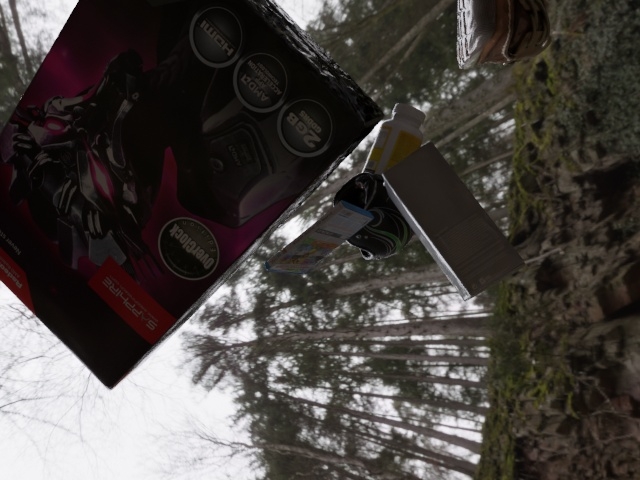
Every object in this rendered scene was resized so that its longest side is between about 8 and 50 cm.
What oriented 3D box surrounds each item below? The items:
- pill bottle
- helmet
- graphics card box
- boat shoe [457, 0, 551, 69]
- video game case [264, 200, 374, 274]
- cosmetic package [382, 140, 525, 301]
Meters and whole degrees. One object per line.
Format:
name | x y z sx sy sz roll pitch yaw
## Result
pill bottle | 0.171 -0.210 1.236 0.103 0.103 0.184 22 -89 -17
helmet | 0.118 -0.046 1.114 0.162 0.169 0.169 32 -112 -31
graphics card box | -0.153 -0.058 0.489 0.233 0.371 0.094 47 -157 -1
boat shoe | 0.239 -0.286 0.707 0.117 0.324 0.123 1 -71 15
video game case | 0.000 0.000 0.891 0.166 0.119 0.015 -39 -112 17
cosmetic package | 0.205 -0.026 0.872 0.107 0.127 0.237 -32 -103 4
